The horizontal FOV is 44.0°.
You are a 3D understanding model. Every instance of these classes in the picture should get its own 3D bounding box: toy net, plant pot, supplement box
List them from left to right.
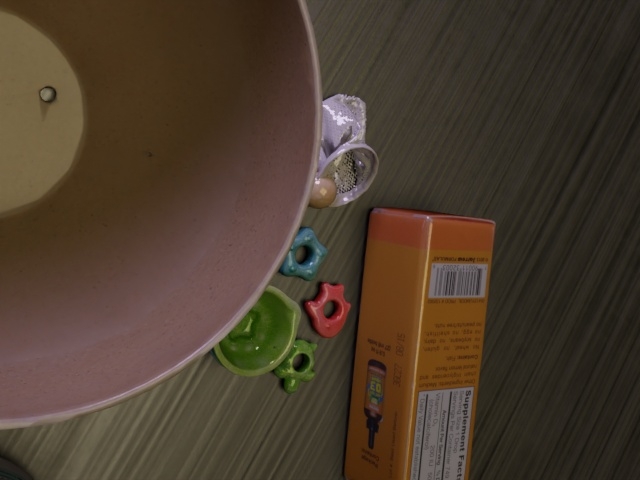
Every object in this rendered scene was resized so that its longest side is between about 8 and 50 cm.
[{"bbox_3d":[-0.169,-0.068,0.412,0.284,0.191,0.283,-4,98,-30],"label":"plant pot"},{"bbox_3d":[0.000,0.000,0.602,0.122,0.045,0.232,30,81,-29],"label":"toy net"},{"bbox_3d":[0.079,0.093,0.642,0.080,0.078,0.233,5,95,-33],"label":"supplement box"}]

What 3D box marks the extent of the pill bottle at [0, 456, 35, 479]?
[{"bbox_3d":[-0.182,0.220,0.395,0.146,0.264,0.146,-7,104,-29],"label":"pill bottle"}]
